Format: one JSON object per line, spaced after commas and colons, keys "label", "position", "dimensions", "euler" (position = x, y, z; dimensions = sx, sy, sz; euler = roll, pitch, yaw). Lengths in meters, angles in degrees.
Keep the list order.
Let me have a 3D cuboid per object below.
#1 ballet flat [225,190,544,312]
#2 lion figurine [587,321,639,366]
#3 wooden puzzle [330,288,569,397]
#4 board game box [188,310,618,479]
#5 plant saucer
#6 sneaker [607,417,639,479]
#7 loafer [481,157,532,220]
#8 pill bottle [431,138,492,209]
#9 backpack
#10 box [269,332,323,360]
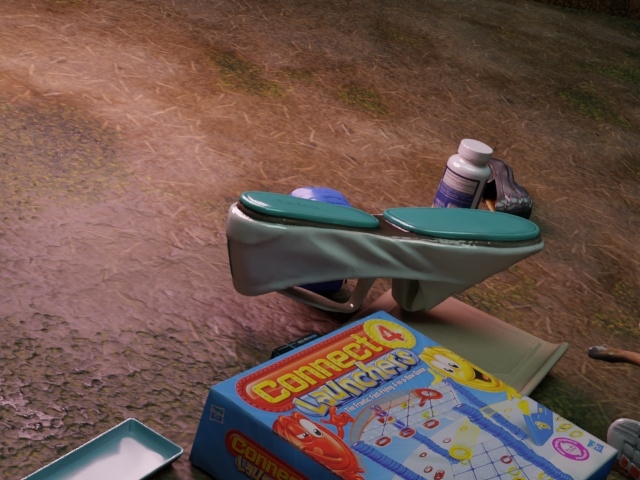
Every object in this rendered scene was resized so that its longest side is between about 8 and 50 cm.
{"label": "ballet flat", "position": [0.072, 0.022, 1.534], "dimensions": [0.400, 0.139, 0.139], "euler": [4, 27, -24]}
{"label": "lion figurine", "position": [0.496, 0.218, 1.421], "dimensions": [0.392, 0.142, 0.240], "euler": [15, 20, -21]}
{"label": "wooden puzzle", "position": [0.152, 0.129, 1.539], "dimensions": [0.239, 0.044, 0.221], "euler": [21, 24, 21]}
{"label": "board game box", "position": [0.087, 0.209, 1.262], "dimensions": [0.302, 0.086, 0.308], "euler": [30, 27, 26]}
{"label": "plant saucer", "position": [-0.202, 0.211, 1.147], "dimensions": [0.067, 0.018, 0.192], "euler": [27, 25, 21]}
{"label": "sneaker", "position": [0.388, 0.244, 1.440], "dimensions": [0.158, 0.061, 0.065], "euler": [30, 15, 3]}
{"label": "loafer", "position": [0.274, -0.086, 2.054], "dimensions": [0.061, 0.062, 0.170], "euler": [2, 26, -20]}
{"label": "pill bottle", "position": [0.214, -0.088, 1.940], "dimensions": [0.067, 0.120, 0.067], "euler": [15, 24, -7]}
{"label": "backpack", "position": [0.000, 0.000, 1.608], "dimensions": [0.098, 0.120, 0.101], "euler": [2, 28, -33]}
{"label": "box", "position": [-0.006, 0.134, 1.440], "dimensions": [0.067, 0.018, 0.083], "euler": [30, 27, 28]}
